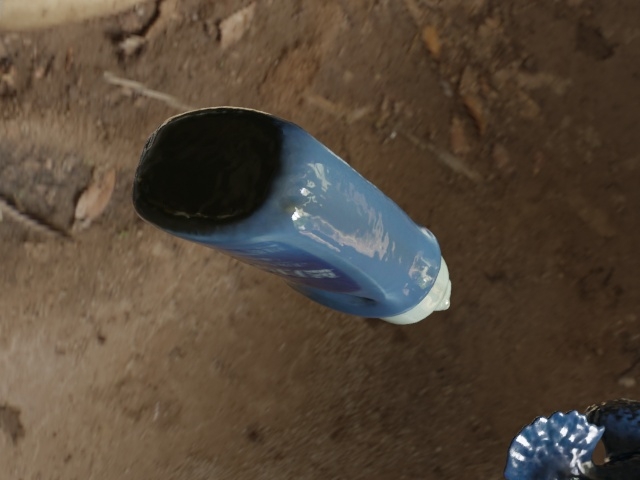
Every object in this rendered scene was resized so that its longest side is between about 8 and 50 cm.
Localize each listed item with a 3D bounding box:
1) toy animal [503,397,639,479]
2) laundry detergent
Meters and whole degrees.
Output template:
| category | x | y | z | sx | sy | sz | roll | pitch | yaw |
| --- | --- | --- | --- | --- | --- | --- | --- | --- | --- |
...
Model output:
| category | x | y | z | sx | sy | sz | roll | pitch | yaw |
| --- | --- | --- | --- | --- | --- | --- | --- | --- | --- |
| toy animal | 0.269 | 0.191 | 1.096 | 0.255 | 0.176 | 0.239 | -14 | 33 | -6 |
| laundry detergent | 0.000 | 0.000 | 1.028 | 0.143 | 0.290 | 0.094 | 1 | 71 | 33 |
